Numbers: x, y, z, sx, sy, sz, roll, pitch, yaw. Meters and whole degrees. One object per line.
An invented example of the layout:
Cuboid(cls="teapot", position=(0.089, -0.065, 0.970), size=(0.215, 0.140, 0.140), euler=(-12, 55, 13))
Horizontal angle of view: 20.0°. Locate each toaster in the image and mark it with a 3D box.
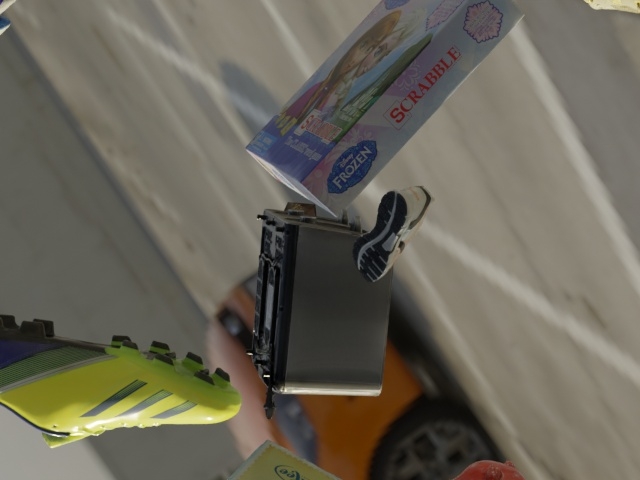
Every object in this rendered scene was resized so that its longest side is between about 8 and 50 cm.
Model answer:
Cuboid(cls="toaster", position=(-0.004, 0.064, 1.702), size=(0.168, 0.110, 0.185), euler=(-151, 65, -80))

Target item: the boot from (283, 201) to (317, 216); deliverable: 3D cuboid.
Cuboid(cls="boot", position=(0.000, 0.000, 2.034), size=(0.037, 0.106, 0.114), euler=(6, 119, 42))

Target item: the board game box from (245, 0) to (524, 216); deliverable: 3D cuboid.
Cuboid(cls="board game box", position=(0.067, -0.186, 2.183), size=(0.066, 0.318, 0.319), euler=(44, 177, -17))

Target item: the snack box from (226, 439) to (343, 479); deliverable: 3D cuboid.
Cuboid(cls="snack box", position=(0.037, 0.306, 1.517), size=(0.322, 0.187, 0.060), euler=(27, 128, 17))

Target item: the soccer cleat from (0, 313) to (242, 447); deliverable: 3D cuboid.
Cuboid(cls="soccer cleat", position=(-0.220, 0.153, 1.801), size=(0.289, 0.121, 0.093), euler=(11, -179, 8))

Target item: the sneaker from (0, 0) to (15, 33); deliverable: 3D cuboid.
Cuboid(cls="sneaker", position=(-0.438, -0.228, 1.943), size=(0.323, 0.236, 0.130), euler=(-129, 16, -65))

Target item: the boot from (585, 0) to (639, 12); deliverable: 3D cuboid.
Cuboid(cls="boot", position=(0.326, -0.198, 1.638), size=(0.203, 0.095, 0.262), euler=(9, 103, 49))

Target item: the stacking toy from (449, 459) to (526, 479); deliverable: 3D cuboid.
Cuboid(cls="stacking toy", position=(0.107, 0.310, 2.084), size=(0.279, 0.130, 0.309), euler=(12, -178, 11))

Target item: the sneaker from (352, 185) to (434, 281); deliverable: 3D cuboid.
Cuboid(cls="sneaker", position=(0.063, -0.005, 1.523), size=(0.040, 0.044, 0.109), euler=(53, 138, 19))
